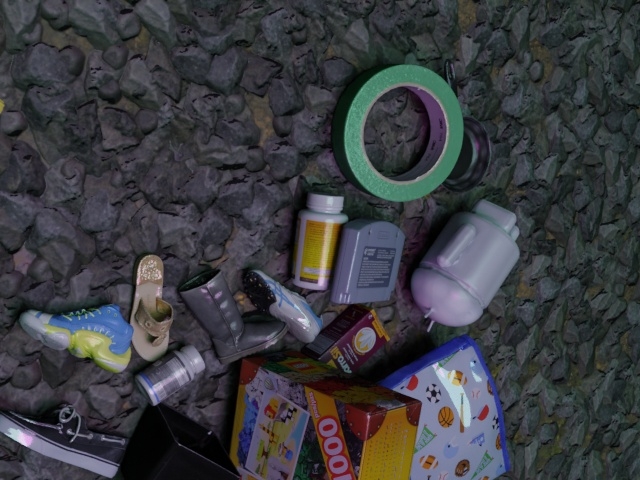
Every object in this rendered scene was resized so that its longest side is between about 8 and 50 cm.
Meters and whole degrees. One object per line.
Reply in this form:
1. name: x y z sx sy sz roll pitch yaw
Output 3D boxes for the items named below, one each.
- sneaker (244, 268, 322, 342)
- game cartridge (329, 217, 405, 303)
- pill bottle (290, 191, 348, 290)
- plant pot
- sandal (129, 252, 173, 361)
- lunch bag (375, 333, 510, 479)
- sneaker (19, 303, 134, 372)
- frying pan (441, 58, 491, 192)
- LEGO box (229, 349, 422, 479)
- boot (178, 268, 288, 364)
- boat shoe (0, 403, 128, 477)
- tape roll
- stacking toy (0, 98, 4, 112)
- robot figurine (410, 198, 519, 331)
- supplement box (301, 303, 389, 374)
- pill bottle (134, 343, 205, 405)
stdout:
1. sneaker: -0.085 0.139 1.982 0.237 0.085 0.086 46 48 -27
2. game cartridge: 0.114 0.046 2.027 0.297 0.062 0.198 5 93 -64
3. pill bottle: 0.000 0.000 1.978 0.117 0.117 0.214 2 99 -33
4. plant pot: -0.313 0.482 1.840 0.187 0.188 0.167 39 89 -33
5. sandal: -0.346 0.150 1.805 0.088 0.079 0.239 -8 104 -32
6. lunch bag: 0.276 0.456 2.181 0.328 0.239 0.385 -26 120 -25
7. sneaker: -0.478 0.167 1.734 0.240 0.091 0.126 35 61 -33
8. frying pan: 0.320 -0.267 2.175 0.197 0.053 0.326 -44 118 -18
9. LEGO box: -0.015 0.537 1.893 0.193 0.373 0.499 -1 102 -49
10. boot: -0.189 0.153 1.906 0.190 0.076 0.208 -25 107 -13
11. boat shoe: -0.511 0.381 1.726 0.306 0.113 0.104 35 73 -36
12. tape roll: 0.184 -0.254 2.047 0.321 0.077 0.321 -5 102 -24
13. stacking toy: -0.673 -0.193 1.504 0.221 0.052 0.167 -61 147 -8
14. robot figurine: 0.362 0.070 2.179 0.353 0.200 0.300 -54 146 -13
15. supplement box: 0.062 0.251 2.090 0.188 0.081 0.104 -40 118 -20
16. pill bottle: -0.320 0.284 1.849 0.137 0.078 0.078 -33 115 -24
